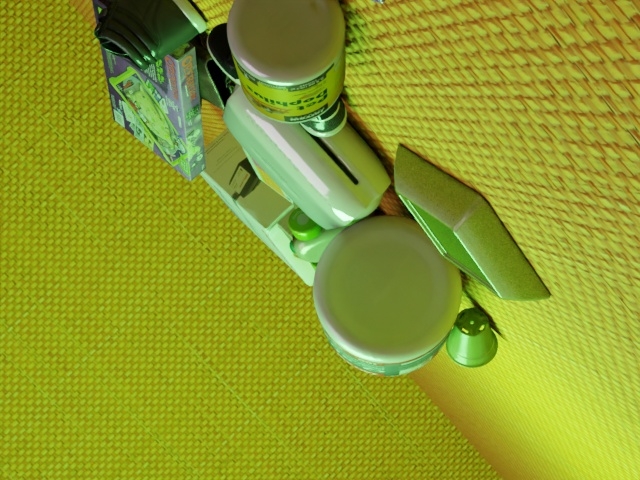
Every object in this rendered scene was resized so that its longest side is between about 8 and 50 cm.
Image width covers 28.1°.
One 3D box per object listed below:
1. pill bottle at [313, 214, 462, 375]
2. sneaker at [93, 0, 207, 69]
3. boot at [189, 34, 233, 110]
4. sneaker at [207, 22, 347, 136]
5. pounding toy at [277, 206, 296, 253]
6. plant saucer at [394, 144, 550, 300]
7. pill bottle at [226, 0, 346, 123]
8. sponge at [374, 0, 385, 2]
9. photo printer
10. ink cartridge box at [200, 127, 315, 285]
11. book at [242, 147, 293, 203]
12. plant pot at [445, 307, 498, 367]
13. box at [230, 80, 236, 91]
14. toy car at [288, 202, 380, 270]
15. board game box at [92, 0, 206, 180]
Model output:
[{"bbox_3d":[0.101,0.097,1.933,0.210,0.210,0.363,46,175,10],"label":"pill bottle"},{"bbox_3d":[-0.325,-0.390,2.028,0.296,0.147,0.104,46,177,19],"label":"sneaker"},{"bbox_3d":[-0.219,-0.266,2.226,0.207,0.090,0.248,42,158,38],"label":"boot"},{"bbox_3d":[-0.057,-0.224,1.579,0.217,0.079,0.121,37,169,16],"label":"sneaker"},{"bbox_3d":[0.000,0.000,2.378,0.100,0.141,0.130,42,173,40],"label":"pounding toy"},{"bbox_3d":[0.167,-0.010,1.520,0.188,0.045,0.188,50,174,-36],"label":"plant saucer"},{"bbox_3d":[-0.032,-0.192,1.339,0.117,0.117,0.215,46,175,8],"label":"pill bottle"},{"bbox_3d":[-0.013,-0.269,1.099,0.117,0.031,0.210,50,173,-29],"label":"sponge"},{"bbox_3d":[-0.023,-0.130,1.783,0.256,0.107,0.307,47,175,-4],"label":"photo printer"},{"bbox_3d":[-0.103,-0.076,2.685,0.307,0.129,0.223,42,173,42],"label":"ink cartridge box"},{"bbox_3d":[-0.084,-0.122,2.329,0.144,0.035,0.096,41,170,45],"label":"book"},{"bbox_3d":[0.237,0.145,2.000,0.083,0.083,0.079,44,161,27],"label":"plant pot"},{"bbox_3d":[-0.106,-0.199,2.307,0.207,0.036,0.114,46,175,12],"label":"box"},{"bbox_3d":[0.015,-0.066,2.088,0.155,0.149,0.188,62,-167,-58],"label":"toy car"},{"bbox_3d":[-0.293,-0.268,2.222,0.208,0.056,0.347,42,156,21],"label":"board game box"}]
